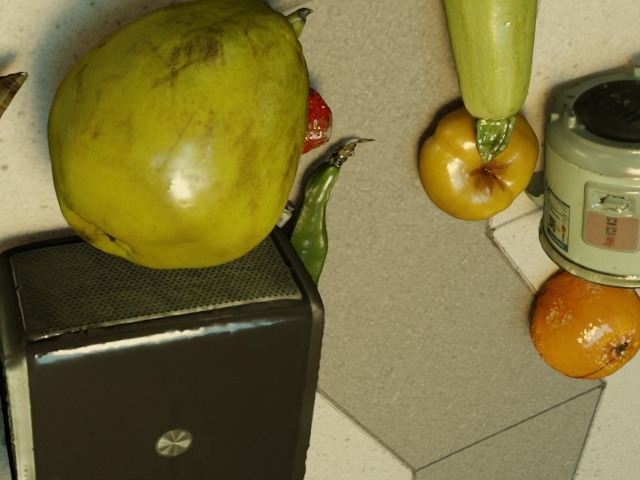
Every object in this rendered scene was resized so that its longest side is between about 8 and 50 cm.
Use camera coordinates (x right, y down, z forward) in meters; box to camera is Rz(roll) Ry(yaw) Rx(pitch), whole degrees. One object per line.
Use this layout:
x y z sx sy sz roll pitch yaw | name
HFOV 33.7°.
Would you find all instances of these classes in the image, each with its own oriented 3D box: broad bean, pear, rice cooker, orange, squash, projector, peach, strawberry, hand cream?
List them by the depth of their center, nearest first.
-0.143 -0.136 1.210 0.375 0.287 0.287 -46 132 -5 | pear
-0.035 -0.150 1.350 0.106 0.106 0.106 -12 130 -15 | strawberry
0.219 -0.244 1.365 0.137 0.137 0.287 -17 127 -11 | squash
-0.224 0.189 1.439 0.405 0.242 0.395 -8 127 -19 | projector
0.221 -0.112 1.493 0.179 0.103 0.179 -11 126 -16 | peach
-0.073 -0.014 1.494 0.035 0.022 0.102 22 119 -38 | hand cream
-0.009 0.000 1.504 0.098 0.056 0.318 -2 127 -40 | broad bean
0.444 -0.076 1.522 0.316 0.264 0.317 13 132 15 | rice cooker
0.445 0.141 1.754 0.193 0.161 0.193 -8 126 -11 | orange

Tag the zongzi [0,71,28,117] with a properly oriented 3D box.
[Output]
-0.486 -0.142 1.156 0.247 0.111 0.241 27 104 -34 | zongzi
